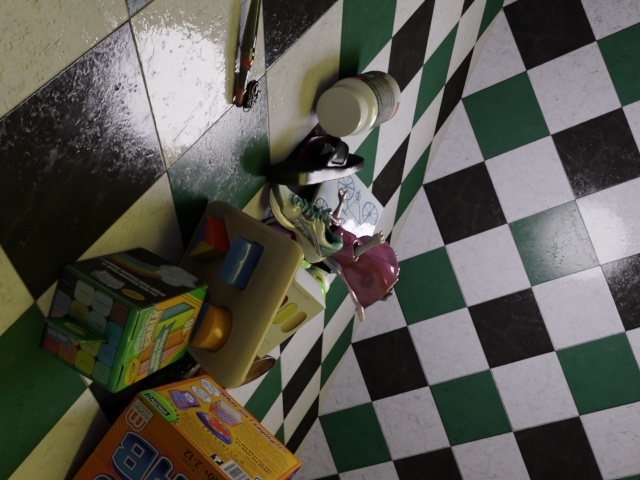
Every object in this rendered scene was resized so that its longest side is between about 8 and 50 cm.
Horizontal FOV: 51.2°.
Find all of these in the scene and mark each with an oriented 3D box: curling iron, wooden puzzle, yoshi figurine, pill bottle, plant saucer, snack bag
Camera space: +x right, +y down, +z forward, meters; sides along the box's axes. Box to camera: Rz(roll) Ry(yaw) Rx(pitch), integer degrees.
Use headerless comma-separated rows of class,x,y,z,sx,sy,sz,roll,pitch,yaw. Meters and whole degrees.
curling iron,-0.146,-0.385,1.372,0.068,0.035,0.274,-54,162,-42
wooden puzzle,-0.220,0.093,1.414,0.080,0.347,0.322,25,91,-42
yoshi figurine,0.011,0.095,2.330,0.203,0.203,0.362,15,104,-57
pill bottle,0.110,-0.391,1.911,0.283,0.161,0.161,-36,148,-57
plant saucer,-0.239,0.422,2.182,0.198,0.036,0.199,-25,158,-11
snack bag,0.069,-0.058,2.149,0.323,0.037,0.343,45,57,-39

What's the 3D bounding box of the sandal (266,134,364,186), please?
sandal,0.005,-0.233,1.856,0.445,0.167,0.107,-29,124,-63

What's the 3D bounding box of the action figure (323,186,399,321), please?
action figure,0.072,0.026,2.038,0.276,0.370,0.248,-48,-149,15

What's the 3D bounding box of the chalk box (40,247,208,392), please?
chalk box,-0.376,0.146,1.232,0.289,0.180,0.179,-19,133,-65

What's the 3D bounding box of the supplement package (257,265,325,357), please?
supplement package,-0.125,0.186,1.880,0.244,0.139,0.134,-40,-154,13

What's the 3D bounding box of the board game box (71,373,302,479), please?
board game box,-0.329,0.592,1.618,0.356,0.356,0.356,-53,164,7

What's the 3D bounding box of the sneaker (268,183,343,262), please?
sneaker,-0.035,-0.069,1.842,0.283,0.122,0.110,53,32,-29

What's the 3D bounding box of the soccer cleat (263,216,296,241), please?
soccer cleat,-0.147,0.014,1.821,0.318,0.116,0.109,-28,141,-63

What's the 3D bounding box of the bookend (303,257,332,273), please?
bookend,0.000,0.000,2.173,0.072,0.156,0.157,-40,151,-50

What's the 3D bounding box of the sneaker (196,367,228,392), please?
sneaker,-0.308,0.404,1.943,0.314,0.115,0.136,-57,-160,24

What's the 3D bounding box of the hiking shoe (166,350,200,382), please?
hiking shoe,-0.325,0.308,1.785,0.227,0.086,0.114,-50,156,-40
